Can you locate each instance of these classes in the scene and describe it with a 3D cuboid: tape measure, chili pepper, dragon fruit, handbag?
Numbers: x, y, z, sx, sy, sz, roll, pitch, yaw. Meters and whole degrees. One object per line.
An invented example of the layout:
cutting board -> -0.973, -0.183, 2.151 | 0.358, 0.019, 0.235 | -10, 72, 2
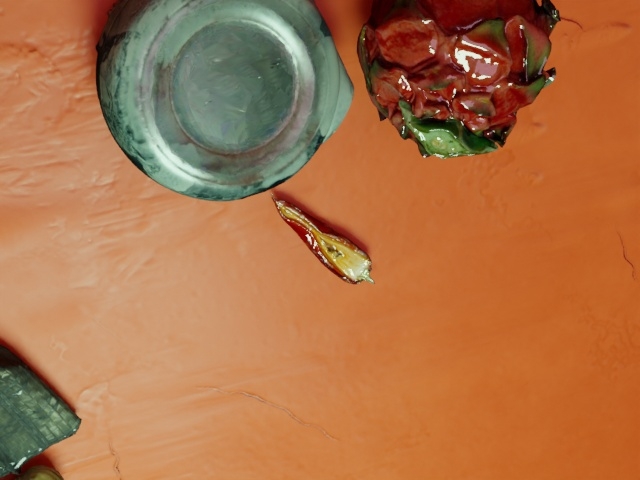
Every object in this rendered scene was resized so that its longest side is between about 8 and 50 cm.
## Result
tape measure -> -0.104, -0.179, 1.211 | 0.275, 0.147, 0.256 | -31, 115, -11
chili pepper -> 0.000, 0.000, 1.360 | 0.178, 0.027, 0.045 | 37, 88, -24
dragon fruit -> 0.158, -0.231, 1.262 | 0.234, 0.234, 0.293 | 38, 56, -24
handbag -> -0.422, 0.227, 1.270 | 0.270, 0.088, 0.175 | -30, 121, -8

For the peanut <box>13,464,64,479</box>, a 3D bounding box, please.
peanut -> -0.355, 0.352, 1.323 | 0.089, 0.089, 0.192 | 13, 101, -21
